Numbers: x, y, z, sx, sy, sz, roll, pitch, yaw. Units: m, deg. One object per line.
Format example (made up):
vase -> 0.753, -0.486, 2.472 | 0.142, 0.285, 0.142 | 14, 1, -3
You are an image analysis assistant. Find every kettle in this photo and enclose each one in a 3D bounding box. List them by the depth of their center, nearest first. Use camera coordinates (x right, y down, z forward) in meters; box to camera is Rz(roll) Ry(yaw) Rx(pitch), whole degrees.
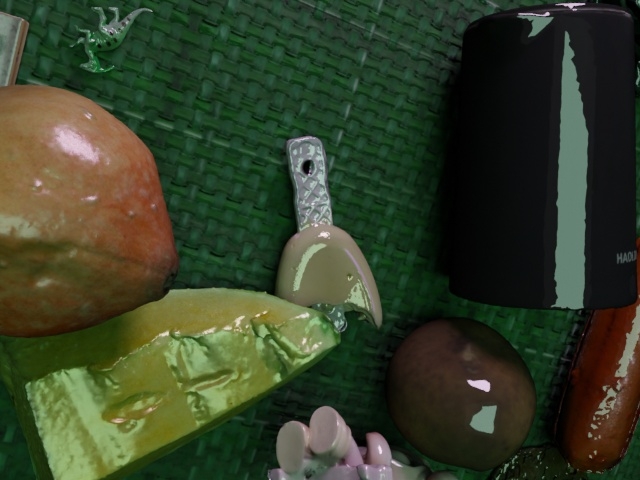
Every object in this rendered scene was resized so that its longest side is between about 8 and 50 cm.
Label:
kettle -> 0.278, -0.091, 0.704 | 0.262, 0.203, 0.308 | -2, 96, -16

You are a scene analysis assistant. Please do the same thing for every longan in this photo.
longan -> 0.158, 0.175, 0.710 | 0.167, 0.187, 0.167 | -1, 101, -3

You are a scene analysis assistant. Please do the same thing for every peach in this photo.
peach -> -0.228, -0.016, 0.536 | 0.232, 0.232, 0.232 | -3, 100, -18

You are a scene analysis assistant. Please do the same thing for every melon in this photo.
melon -> -0.143, 0.142, 0.639 | 0.323, 0.124, 0.196 | -17, 105, -21

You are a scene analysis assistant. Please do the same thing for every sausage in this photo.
sausage -> 0.396, 0.150, 0.834 | 0.102, 0.102, 0.330 | 18, 93, -20

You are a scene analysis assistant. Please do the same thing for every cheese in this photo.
cheese -> 0.000, 0.000, 0.700 | 0.127, 0.050, 0.235 | -10, 103, -16

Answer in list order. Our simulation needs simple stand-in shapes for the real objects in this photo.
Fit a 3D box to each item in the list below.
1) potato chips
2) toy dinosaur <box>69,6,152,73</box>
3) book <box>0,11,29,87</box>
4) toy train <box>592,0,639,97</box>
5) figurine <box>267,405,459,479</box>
potato chips -> 0.313, 0.397, 0.881 | 0.220, 0.029, 0.202 | 38, 83, -18
toy dinosaur -> -0.206, -0.199, 0.615 | 0.083, 0.021, 0.062 | -7, 108, -14
book -> -0.367, -0.131, 0.574 | 0.138, 0.016, 0.198 | 14, 94, -20
toy train -> 0.441, -0.285, 0.769 | 0.154, 0.115, 0.269 | -45, 108, -1
figurine -> 0.064, 0.285, 0.694 | 0.182, 0.144, 0.257 | -34, 141, 20
